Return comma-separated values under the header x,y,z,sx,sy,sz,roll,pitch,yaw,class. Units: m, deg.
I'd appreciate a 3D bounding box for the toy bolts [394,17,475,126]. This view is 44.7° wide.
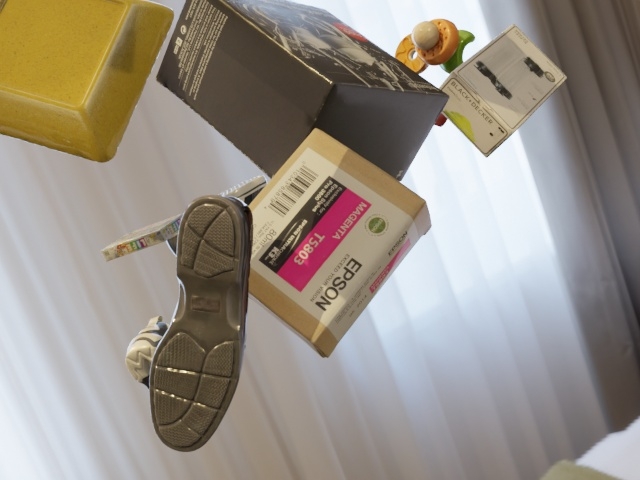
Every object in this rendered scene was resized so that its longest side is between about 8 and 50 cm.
x,y,z,sx,sy,sz,roll,pitch,yaw,class
0.201,-0.378,1.722,0.158,0.229,0.218,9,7,-45,toy bolts

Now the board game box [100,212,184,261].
x,y,z,sx,sy,sz,roll,pitch,yaw,class
-0.352,-0.007,1.565,0.154,0.026,0.103,-17,15,25,board game box

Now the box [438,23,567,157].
x,y,z,sx,sy,sz,roll,pitch,yaw,class
0.364,-0.309,1.576,0.290,0.169,0.087,-43,-2,-41,box

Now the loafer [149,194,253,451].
x,y,z,sx,sy,sz,roll,pitch,yaw,class
-0.124,0.096,0.915,0.109,0.303,0.095,12,8,16,loafer

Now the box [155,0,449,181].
x,y,z,sx,sy,sz,roll,pitch,yaw,class
-0.021,-0.247,1.256,0.343,0.312,0.179,-10,-44,-53,box

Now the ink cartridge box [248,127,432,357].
x,y,z,sx,sy,sz,roll,pitch,yaw,class
0.000,0.000,1.018,0.235,0.193,0.088,-51,-22,-10,ink cartridge box

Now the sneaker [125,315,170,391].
x,y,z,sx,sy,sz,roll,pitch,yaw,class
-0.257,0.236,1.368,0.094,0.235,0.153,-21,26,13,sneaker

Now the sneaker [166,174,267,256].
x,y,z,sx,sy,sz,roll,pitch,yaw,class
-0.239,-0.045,1.893,0.321,0.127,0.126,-35,14,-36,sneaker

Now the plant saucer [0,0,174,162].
x,y,z,sx,sy,sz,roll,pitch,yaw,class
-0.470,-0.334,1.367,0.332,0.333,0.081,16,-18,6,plant saucer
